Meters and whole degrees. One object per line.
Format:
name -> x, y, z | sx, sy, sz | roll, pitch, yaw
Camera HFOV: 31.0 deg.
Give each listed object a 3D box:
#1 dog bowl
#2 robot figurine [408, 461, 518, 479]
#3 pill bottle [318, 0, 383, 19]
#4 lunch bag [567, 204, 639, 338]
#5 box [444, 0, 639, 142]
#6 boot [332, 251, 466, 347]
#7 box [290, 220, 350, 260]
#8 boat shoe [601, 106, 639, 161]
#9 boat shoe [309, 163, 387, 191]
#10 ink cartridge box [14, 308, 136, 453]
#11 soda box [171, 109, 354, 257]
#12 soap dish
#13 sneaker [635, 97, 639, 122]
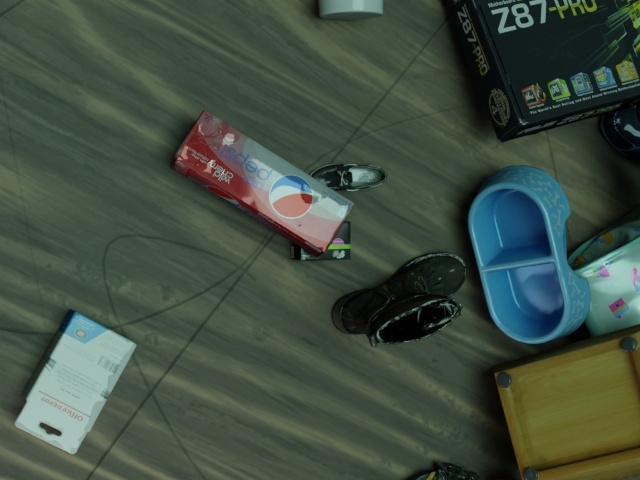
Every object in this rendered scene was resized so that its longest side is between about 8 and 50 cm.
dog bowl -> 0.329, 0.030, 1.859 | 0.074, 0.166, 0.297 | -26, 103, -58
robot figurine -> 0.259, 0.474, 1.893 | 0.291, 0.085, 0.211 | 6, 88, -21
pill bottle -> 0.044, -0.448, 1.765 | 0.119, 0.119, 0.208 | -4, 93, -21
lunch bag -> 0.538, 0.085, 1.953 | 0.262, 0.160, 0.223 | -31, 103, -23
box -> 0.418, -0.359, 1.888 | 0.395, 0.097, 0.318 | -15, 79, -20
boot -> 0.156, 0.098, 1.764 | 0.263, 0.229, 0.091 | -25, 100, -19
box -> 0.000, 0.000, 1.796 | 0.083, 0.052, 0.062 | -2, 93, -20
boat shoe -> 0.611, -0.172, 2.008 | 0.258, 0.089, 0.109 | 20, 84, -20
boat shoe -> 0.044, -0.098, 1.818 | 0.125, 0.038, 0.046 | -1, 92, -21
ink cartridge box -> -0.357, 0.202, 1.659 | 0.104, 0.060, 0.180 | 32, 80, -20
soda box -> -0.086, -0.083, 1.712 | 0.263, 0.083, 0.092 | 32, 80, -5
soap dish -> 0.425, 0.270, 1.831 | 0.118, 0.291, 0.229 | 16, 58, -60
sneaker -> 0.557, -0.120, 1.852 | 0.130, 0.087, 0.227 | -42, 113, -21
